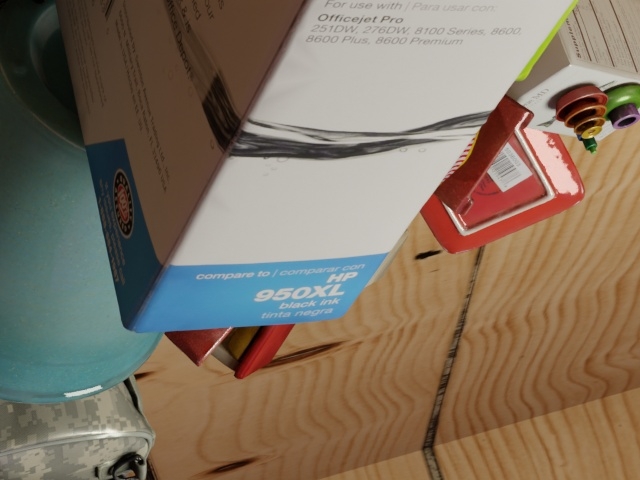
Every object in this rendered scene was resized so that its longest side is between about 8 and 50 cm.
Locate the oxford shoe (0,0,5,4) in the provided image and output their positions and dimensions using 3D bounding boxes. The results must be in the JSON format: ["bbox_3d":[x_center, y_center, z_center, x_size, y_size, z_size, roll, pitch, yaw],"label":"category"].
[{"bbox_3d":[-0.228,-0.209,1.107,0.098,0.097,0.271,-25,174,-35],"label":"oxford shoe"}]

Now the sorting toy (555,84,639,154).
[{"bbox_3d":[0.250,-0.106,1.504,0.102,0.042,0.061,-3,154,-37],"label":"sorting toy"}]

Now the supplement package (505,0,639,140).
[{"bbox_3d":[0.225,-0.166,1.544,0.179,0.105,0.105,5,151,-46],"label":"supplement package"}]

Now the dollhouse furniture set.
[{"bbox_3d":[0.000,0.000,1.478,0.374,0.152,0.201,-58,163,26],"label":"dollhouse furniture set"}]

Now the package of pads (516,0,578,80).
[{"bbox_3d":[0.107,-0.227,1.220,0.229,0.101,0.296,-9,149,-30],"label":"package of pads"}]

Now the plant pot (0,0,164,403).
[{"bbox_3d":[-0.198,-0.056,1.290,0.272,0.271,0.255,-4,148,-32],"label":"plant pot"}]

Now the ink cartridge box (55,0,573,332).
[{"bbox_3d":[-0.020,-0.162,1.018,0.166,0.285,0.395,-2,150,-24],"label":"ink cartridge box"}]

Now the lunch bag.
[{"bbox_3d":[-0.298,0.088,1.497,0.256,0.305,0.212,-11,160,-13],"label":"lunch bag"}]

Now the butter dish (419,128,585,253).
[{"bbox_3d":[0.164,-0.092,1.693,0.160,0.118,0.160,-23,118,18],"label":"butter dish"}]
